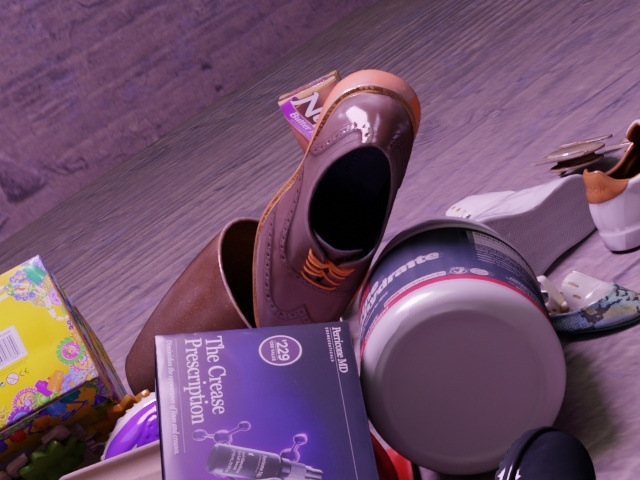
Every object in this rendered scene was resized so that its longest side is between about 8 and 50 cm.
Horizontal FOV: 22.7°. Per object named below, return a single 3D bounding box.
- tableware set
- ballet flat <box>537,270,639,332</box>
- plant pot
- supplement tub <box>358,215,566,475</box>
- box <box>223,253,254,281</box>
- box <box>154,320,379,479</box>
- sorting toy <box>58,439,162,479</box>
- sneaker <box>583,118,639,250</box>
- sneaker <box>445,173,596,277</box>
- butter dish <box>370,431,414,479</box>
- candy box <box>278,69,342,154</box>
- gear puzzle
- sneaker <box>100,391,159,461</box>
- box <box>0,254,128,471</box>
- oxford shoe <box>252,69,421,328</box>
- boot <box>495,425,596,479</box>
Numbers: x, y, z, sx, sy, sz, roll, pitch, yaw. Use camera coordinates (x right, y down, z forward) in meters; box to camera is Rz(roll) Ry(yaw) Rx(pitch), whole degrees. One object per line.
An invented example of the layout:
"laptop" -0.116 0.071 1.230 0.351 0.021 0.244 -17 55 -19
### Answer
"tableware set" 0.389 -0.115 2.125 0.194 0.039 0.128 -11 9 31
"ballet flat" 0.257 0.065 1.696 0.188 0.070 0.070 -13 20 42
"plant pot" -0.124 0.122 1.957 0.230 0.215 0.215 -36 9 29
"supplement tub" 0.132 0.094 1.569 0.191 0.191 0.272 -25 15 8
"box" -0.041 0.051 2.104 0.136 0.225 0.036 -27 60 5
"box" -0.047 0.200 1.392 0.184 0.103 0.261 -3 42 -8
"sorting toy" -0.200 0.309 1.625 0.347 0.047 0.196 -23 43 24
"sneaker" 0.436 -0.106 1.849 0.290 0.123 0.106 -29 13 -12
"sneaker" 0.191 0.013 1.932 0.292 0.108 0.169 -27 10 -38
"butter dish" -0.002 0.220 1.523 0.160 0.118 0.160 -26 14 6
"candy box" 0.019 -0.179 2.688 0.109 0.187 0.053 -23 16 13
"gear puzzle" -0.307 0.287 1.784 0.339 0.044 0.175 -39 -26 -7
"sneaker" -0.094 0.203 1.733 0.293 0.102 0.146 -24 17 -17
"box" -0.381 0.208 1.859 0.290 0.177 0.279 -29 -27 -6
"oxford shoe" 0.000 0.000 1.661 0.130 0.364 0.133 16 36 -4
"boot" 0.222 0.216 1.187 0.207 0.094 0.246 -21 23 36
